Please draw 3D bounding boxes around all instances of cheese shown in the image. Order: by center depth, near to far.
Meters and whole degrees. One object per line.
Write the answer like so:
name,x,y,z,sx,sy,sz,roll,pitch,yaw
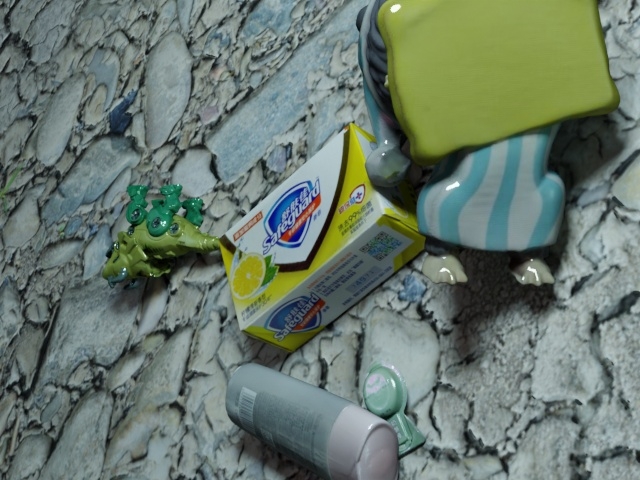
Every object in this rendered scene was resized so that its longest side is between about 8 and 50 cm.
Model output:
cheese,0.081,0.196,1.456,0.067,0.026,0.120,-39,57,31

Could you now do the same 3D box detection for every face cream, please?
face cream,-0.013,0.227,1.497,0.269,0.073,0.107,17,118,50

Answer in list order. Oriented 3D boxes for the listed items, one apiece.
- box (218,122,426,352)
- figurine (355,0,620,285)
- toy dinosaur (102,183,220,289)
box,0.000,0.000,1.586,0.265,0.097,0.168,-38,48,27
figurine,0.172,-0.164,1.466,0.377,0.267,0.361,-115,27,-78
toy dinosaur,-0.220,-0.013,1.835,0.259,0.094,0.153,-11,63,34
